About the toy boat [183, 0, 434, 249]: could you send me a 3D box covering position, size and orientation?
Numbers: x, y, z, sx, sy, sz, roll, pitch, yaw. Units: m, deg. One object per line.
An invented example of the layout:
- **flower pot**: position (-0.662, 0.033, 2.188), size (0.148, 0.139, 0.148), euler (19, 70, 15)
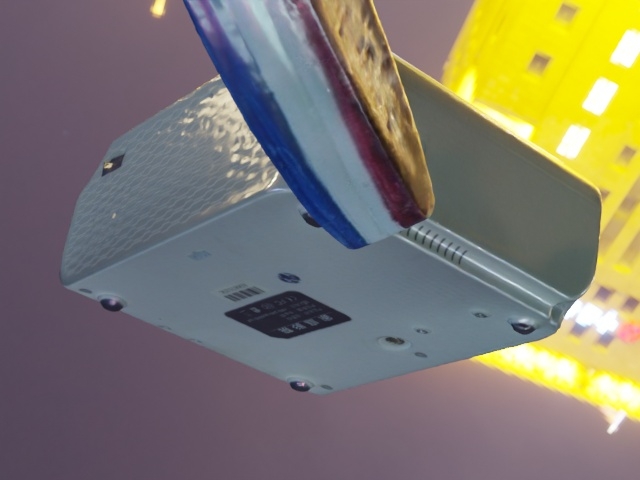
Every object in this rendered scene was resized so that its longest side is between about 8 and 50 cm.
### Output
- **toy boat**: position (-0.008, -0.077, 0.455), size (0.045, 0.229, 0.080), euler (-3, -136, 28)

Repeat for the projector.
- **projector**: position (0.000, 0.000, 0.711), size (0.198, 0.250, 0.108), euler (27, -121, -31)
